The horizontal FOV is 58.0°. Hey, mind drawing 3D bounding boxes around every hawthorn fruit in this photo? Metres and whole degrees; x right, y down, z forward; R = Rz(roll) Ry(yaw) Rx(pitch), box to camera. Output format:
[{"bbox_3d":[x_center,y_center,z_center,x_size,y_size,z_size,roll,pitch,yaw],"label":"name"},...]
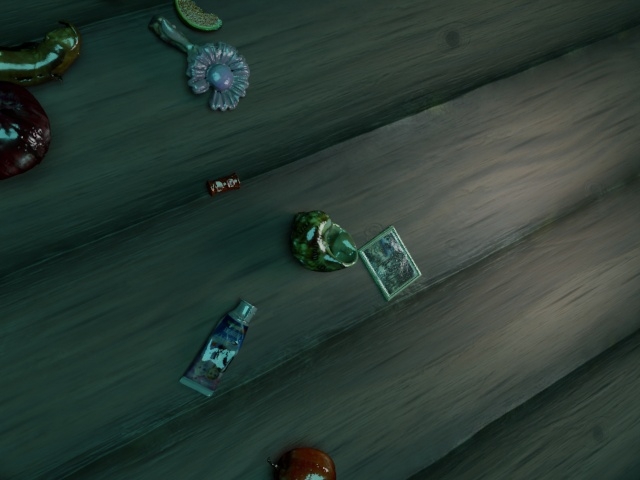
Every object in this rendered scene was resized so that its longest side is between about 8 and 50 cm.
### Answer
[{"bbox_3d":[-0.058,0.622,1.533,0.194,0.157,0.157,28,80,-12],"label":"hawthorn fruit"}]

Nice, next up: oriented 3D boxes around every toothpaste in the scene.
[{"bbox_3d":[-0.259,0.278,1.518,0.096,0.061,0.266,34,84,-18],"label":"toothpaste"}]

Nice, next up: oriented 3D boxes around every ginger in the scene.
[{"bbox_3d":[-0.702,-0.415,1.327,0.309,0.107,0.133,-18,110,-16],"label":"ginger"}]

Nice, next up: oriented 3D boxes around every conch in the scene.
[{"bbox_3d":[-0.002,0.000,1.582,0.187,0.124,0.181,-7,82,-44],"label":"conch"}]

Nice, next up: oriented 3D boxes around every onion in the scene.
[{"bbox_3d":[-0.711,-0.226,1.275,0.252,0.219,0.252,-5,57,8],"label":"onion"}]

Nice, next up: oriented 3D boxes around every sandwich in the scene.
[{"bbox_3d":[-0.325,-0.583,1.511,0.135,0.029,0.067,24,75,-18],"label":"sandwich"}]

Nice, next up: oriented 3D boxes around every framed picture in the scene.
[{"bbox_3d":[0.208,0.067,1.715,0.142,0.011,0.183,-35,101,-18],"label":"framed picture"}]

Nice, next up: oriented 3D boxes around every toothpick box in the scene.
[{"bbox_3d":[-0.257,-0.146,1.521,0.083,0.047,0.047,-19,96,-20],"label":"toothpick box"}]

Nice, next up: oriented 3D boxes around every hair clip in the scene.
[{"bbox_3d":[-0.314,-0.474,1.493,0.300,0.069,0.173,39,76,-16],"label":"hair clip"}]
